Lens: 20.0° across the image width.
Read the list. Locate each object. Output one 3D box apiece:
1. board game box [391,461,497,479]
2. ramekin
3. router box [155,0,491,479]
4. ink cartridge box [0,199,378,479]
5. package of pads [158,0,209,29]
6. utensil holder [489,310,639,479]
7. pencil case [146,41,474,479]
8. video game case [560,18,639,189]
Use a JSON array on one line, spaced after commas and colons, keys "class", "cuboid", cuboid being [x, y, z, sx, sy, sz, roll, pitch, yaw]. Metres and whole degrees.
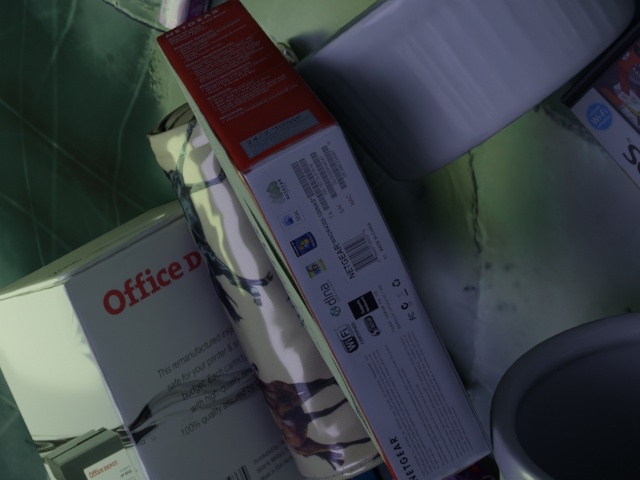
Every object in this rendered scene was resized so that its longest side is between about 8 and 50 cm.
[{"class": "board game box", "cuboid": [0.123, 0.378, 1.888, 0.208, 0.056, 0.346, 43, 133, 31]}, {"class": "ramekin", "cuboid": [0.123, -0.169, 1.492, 0.277, 0.277, 0.135, -31, 98, 44]}, {"class": "router box", "cuboid": [0.000, 0.000, 1.497, 0.335, 0.082, 0.301, 63, 176, -30]}, {"class": "ink cartridge box", "cuboid": [-0.135, 0.173, 1.866, 0.166, 0.285, 0.394, -14, 102, 43]}, {"class": "package of pads", "cuboid": [-0.131, -0.253, 1.803, 0.032, 0.050, 0.083, 32, 128, 23]}, {"class": "utensil holder", "cuboid": [0.316, 0.302, 1.545, 0.328, 0.327, 0.385, 14, 123, 34]}, {"class": "pencil case", "cuboid": [-0.016, 0.021, 1.781, 0.410, 0.184, 0.160, 65, 162, -7]}, {"class": "video game case", "cuboid": [0.362, -0.107, 1.486, 0.248, 0.035, 0.275, 50, 134, 7]}]
